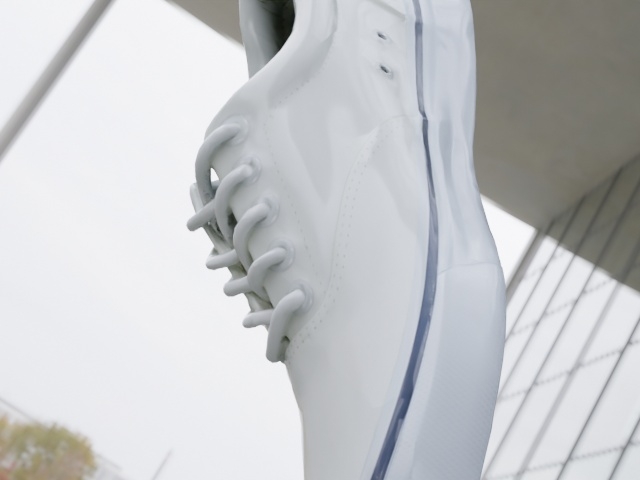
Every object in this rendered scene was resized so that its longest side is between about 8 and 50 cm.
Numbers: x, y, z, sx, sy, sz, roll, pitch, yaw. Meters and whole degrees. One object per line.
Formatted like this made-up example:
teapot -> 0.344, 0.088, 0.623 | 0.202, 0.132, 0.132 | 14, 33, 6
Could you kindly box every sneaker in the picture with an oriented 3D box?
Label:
sneaker -> 0.000, 0.000, 0.430 | 0.091, 0.258, 0.094 | 12, -47, -11
